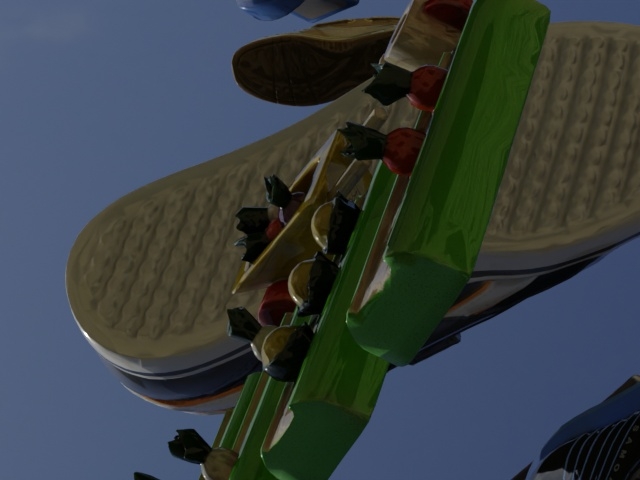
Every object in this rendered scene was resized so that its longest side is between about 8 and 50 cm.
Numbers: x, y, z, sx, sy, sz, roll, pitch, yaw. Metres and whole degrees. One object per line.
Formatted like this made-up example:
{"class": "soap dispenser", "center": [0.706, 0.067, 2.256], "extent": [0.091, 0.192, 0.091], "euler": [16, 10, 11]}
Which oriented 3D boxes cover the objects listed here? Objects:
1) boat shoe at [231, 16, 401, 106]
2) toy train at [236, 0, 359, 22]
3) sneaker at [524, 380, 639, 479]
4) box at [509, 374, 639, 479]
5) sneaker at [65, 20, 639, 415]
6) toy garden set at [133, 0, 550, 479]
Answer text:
{"class": "boat shoe", "center": [0.011, -0.117, 1.226], "extent": [0.135, 0.050, 0.045], "euler": [-2, -158, 16]}
{"class": "toy train", "center": [-0.045, -0.083, 0.409], "extent": [0.027, 0.158, 0.036], "euler": [-18, -121, 47]}
{"class": "sneaker", "center": [0.124, 0.108, 0.714], "extent": [0.081, 0.232, 0.090], "euler": [31, -129, -1]}
{"class": "box", "center": [0.148, 0.203, 1.105], "extent": [0.207, 0.153, 0.108], "euler": [-38, -118, -13]}
{"class": "sneaker", "center": [0.040, -0.007, 0.927], "extent": [0.321, 0.127, 0.126], "euler": [-18, -114, -2]}
{"class": "toy garden set", "center": [0.000, 0.000, 0.612], "extent": [0.049, 0.244, 0.204], "euler": [26, -133, -5]}
